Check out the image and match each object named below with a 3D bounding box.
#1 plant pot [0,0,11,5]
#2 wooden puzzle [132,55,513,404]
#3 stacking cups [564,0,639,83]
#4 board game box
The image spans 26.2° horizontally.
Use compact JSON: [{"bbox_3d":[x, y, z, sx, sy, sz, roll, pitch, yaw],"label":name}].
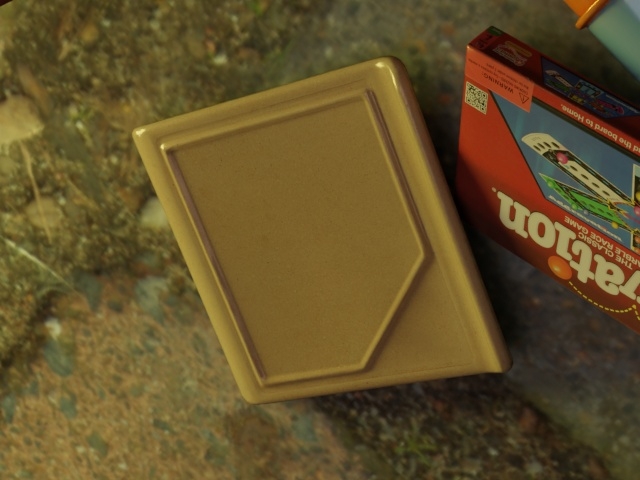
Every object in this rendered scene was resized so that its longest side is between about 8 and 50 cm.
[{"bbox_3d":[-0.181,-0.259,0.819,0.180,0.201,0.201,-20,103,18],"label":"plant pot"},{"bbox_3d":[0.000,0.000,0.930,0.238,0.044,0.221,-10,108,37],"label":"wooden puzzle"},{"bbox_3d":[0.196,-0.125,0.743,0.316,0.096,0.096,49,126,4],"label":"stacking cups"},{"bbox_3d":[0.193,0.002,0.763,0.281,0.027,0.145,34,149,27],"label":"board game box"}]
